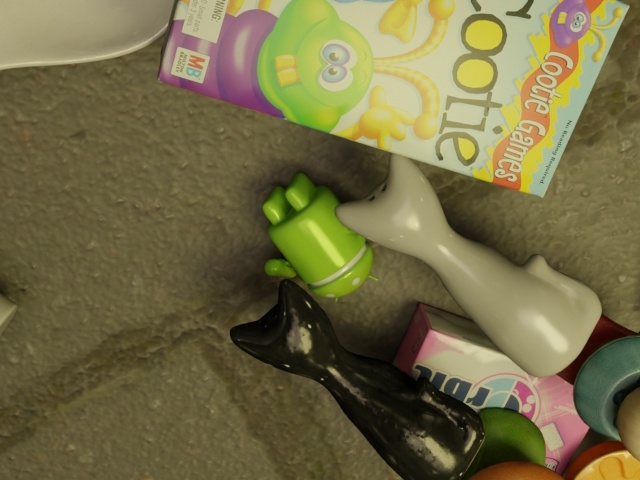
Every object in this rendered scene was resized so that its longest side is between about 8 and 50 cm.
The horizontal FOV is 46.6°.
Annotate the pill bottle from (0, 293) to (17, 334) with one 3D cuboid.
[{"bbox_3d":[-0.369,0.030,0.613,0.215,0.117,0.117,35,105,-11],"label":"pill bottle"}]

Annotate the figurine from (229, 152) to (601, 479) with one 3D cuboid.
[{"bbox_3d":[0.070,0.061,0.581,0.209,0.092,0.215,37,104,-10],"label":"figurine"}]

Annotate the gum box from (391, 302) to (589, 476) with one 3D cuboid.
[{"bbox_3d":[0.161,0.144,0.689,0.188,0.062,0.107,19,107,-8],"label":"gum box"}]

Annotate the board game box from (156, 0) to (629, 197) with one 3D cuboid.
[{"bbox_3d":[0.039,-0.149,0.524,0.275,0.142,0.144,14,108,-16],"label":"board game box"}]

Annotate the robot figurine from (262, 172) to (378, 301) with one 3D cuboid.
[{"bbox_3d":[0.000,0.000,0.635,0.101,0.067,0.115,-29,108,22],"label":"robot figurine"}]

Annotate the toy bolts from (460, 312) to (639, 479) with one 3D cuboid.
[{"bbox_3d":[0.232,0.184,0.587,0.218,0.158,0.228,20,107,-8],"label":"toy bolts"}]

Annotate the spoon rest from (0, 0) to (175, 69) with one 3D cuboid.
[{"bbox_3d":[-0.223,-0.173,0.565,0.276,0.084,0.137,-31,107,10],"label":"spoon rest"}]
